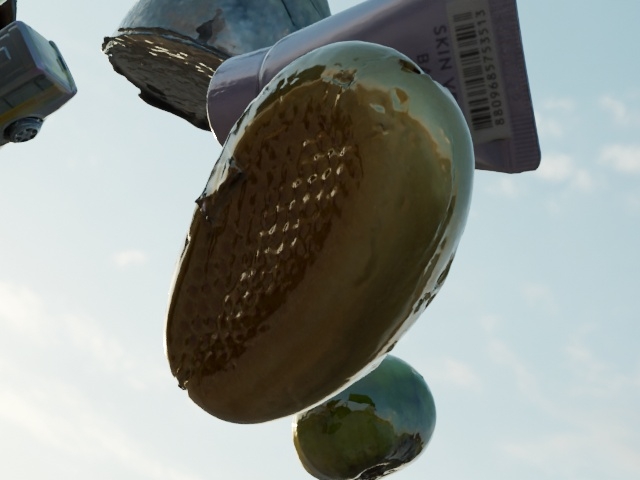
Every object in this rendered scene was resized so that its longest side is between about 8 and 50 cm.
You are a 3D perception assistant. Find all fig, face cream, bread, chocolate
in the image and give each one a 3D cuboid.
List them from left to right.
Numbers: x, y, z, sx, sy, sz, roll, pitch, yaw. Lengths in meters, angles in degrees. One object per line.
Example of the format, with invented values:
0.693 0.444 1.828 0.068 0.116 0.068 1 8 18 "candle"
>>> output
-0.104 -0.272 1.620 0.303 0.213 0.303 21 -15 6 "chocolate"
0.000 0.000 0.523 0.114 0.077 0.189 52 -49 23 "bread"
0.038 0.167 1.176 0.153 0.136 0.121 -166 -118 -80 "fig"
0.038 -0.112 0.939 0.273 0.096 0.154 -6 -87 43 "face cream"

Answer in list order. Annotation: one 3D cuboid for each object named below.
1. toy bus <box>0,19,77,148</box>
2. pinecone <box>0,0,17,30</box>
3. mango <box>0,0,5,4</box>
-0.254 -0.083 0.882 0.057 0.172 0.072 62 6 22 "toy bus"
-0.448 -0.184 1.261 0.298 0.296 0.242 35 -33 49 "pinecone"
-0.318 -0.214 0.999 0.163 0.089 0.117 -25 -38 10 "mango"
